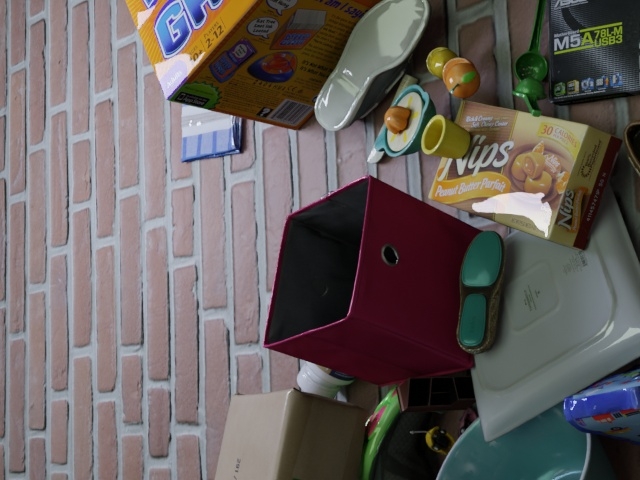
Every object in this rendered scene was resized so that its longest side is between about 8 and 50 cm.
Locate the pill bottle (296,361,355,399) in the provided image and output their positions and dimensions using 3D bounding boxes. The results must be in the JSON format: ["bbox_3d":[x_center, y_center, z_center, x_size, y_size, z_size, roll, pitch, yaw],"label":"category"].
[{"bbox_3d":[0.035,0.210,1.880,0.112,0.112,0.187,45,115,35],"label":"pill bottle"}]

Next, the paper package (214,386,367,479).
[{"bbox_3d":[-0.070,0.437,1.753,0.309,0.168,0.325,-24,52,63],"label":"paper package"}]

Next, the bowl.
[{"bbox_3d":[0.333,0.398,1.510,0.311,0.163,0.311,-42,21,20],"label":"bowl"}]

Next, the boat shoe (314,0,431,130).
[{"bbox_3d":[0.108,-0.341,1.871,0.116,0.099,0.319,47,121,15],"label":"boat shoe"}]

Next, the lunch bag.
[{"bbox_3d":[0.487,0.217,1.351,0.221,0.293,0.138,-20,73,38],"label":"lunch bag"}]

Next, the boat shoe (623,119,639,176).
[{"bbox_3d":[0.557,-0.065,1.434,0.324,0.120,0.123,49,117,34],"label":"boat shoe"}]

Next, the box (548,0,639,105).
[{"bbox_3d":[0.462,-0.321,1.599,0.190,0.045,0.184,-2,86,41],"label":"box"}]

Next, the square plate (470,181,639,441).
[{"bbox_3d":[0.348,0.095,1.572,0.344,0.049,0.347,-40,39,32],"label":"square plate"}]

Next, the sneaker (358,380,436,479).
[{"bbox_3d":[0.144,0.473,1.739,0.202,0.185,0.483,12,80,-2],"label":"sneaker"}]

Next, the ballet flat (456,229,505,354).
[{"bbox_3d":[0.259,0.087,1.591,0.073,0.067,0.206,7,70,25],"label":"ballet flat"}]

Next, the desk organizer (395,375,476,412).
[{"bbox_3d":[0.198,0.257,1.659,0.050,0.130,0.047,128,138,-54],"label":"desk organizer"}]

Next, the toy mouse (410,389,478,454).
[{"bbox_3d":[0.227,0.307,1.710,0.031,0.161,0.143,-31,31,53],"label":"toy mouse"}]

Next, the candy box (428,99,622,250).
[{"bbox_3d":[0.322,-0.113,1.610,0.316,0.087,0.183,27,99,58],"label":"candy box"}]

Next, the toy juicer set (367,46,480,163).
[{"bbox_3d":[0.165,-0.247,1.770,0.329,0.089,0.209,7,82,66],"label":"toy juicer set"}]

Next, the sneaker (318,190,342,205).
[{"bbox_3d":[0.000,0.000,1.964,0.083,0.071,0.191,43,114,30],"label":"sneaker"}]

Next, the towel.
[{"bbox_3d":[-0.250,-0.328,2.246,0.209,0.034,0.285,-4,83,42],"label":"towel"}]

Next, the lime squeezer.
[{"bbox_3d":[0.358,-0.279,1.637,0.110,0.058,0.310,121,166,-51],"label":"lime squeezer"}]

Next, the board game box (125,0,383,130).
[{"bbox_3d":[-0.120,-0.485,1.926,0.356,0.356,0.356,-41,60,31],"label":"board game box"}]

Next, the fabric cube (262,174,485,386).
[{"bbox_3d":[0.093,0.081,1.668,0.259,0.258,0.254,-24,49,52],"label":"fabric cube"}]
